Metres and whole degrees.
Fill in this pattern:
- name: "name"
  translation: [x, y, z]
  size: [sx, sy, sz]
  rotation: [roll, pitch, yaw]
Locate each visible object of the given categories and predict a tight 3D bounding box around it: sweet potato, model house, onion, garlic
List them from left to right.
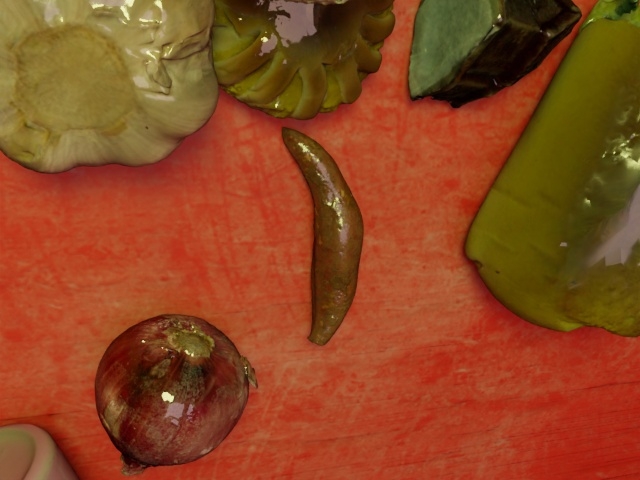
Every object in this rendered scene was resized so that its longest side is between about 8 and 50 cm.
- name: "garlic"
  translation: [-0.193, -0.164, 0.566]
  size: [0.228, 0.152, 0.228]
  rotation: [-1, 119, -2]
- name: "onion"
  translation: [-0.167, 0.175, 0.722]
  size: [0.159, 0.159, 0.195]
  rotation: [19, 116, -25]
- name: "sweet potato"
  translation: [0.010, -0.004, 0.762]
  size: [0.078, 0.058, 0.255]
  rotation: [-5, 110, 4]
- name: "model house"
  translation: [0.184, -0.215, 0.724]
  size: [0.152, 0.106, 0.165]
  rotation: [3, 146, -33]

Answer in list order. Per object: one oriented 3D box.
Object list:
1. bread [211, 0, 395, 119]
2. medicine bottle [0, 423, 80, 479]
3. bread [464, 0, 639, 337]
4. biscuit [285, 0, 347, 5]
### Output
- name: "bread"
  translation: [-0.015, -0.217, 0.640]
  size: [0.213, 0.105, 0.213]
  rotation: [-8, 112, -20]
- name: "medicine bottle"
  translation: [-0.306, 0.358, 0.728]
  size: [0.178, 0.178, 0.291]
  rotation: [-23, 118, -9]
- name: "bread"
  translation: [0.344, -0.064, 0.781]
  size: [0.251, 0.208, 0.376]
  rotation: [21, 107, -21]
- name: "biscuit"
  translation: [-0.047, -0.274, 0.543]
  size: [0.147, 0.250, 0.046]
  rotation: [-35, 159, -11]
